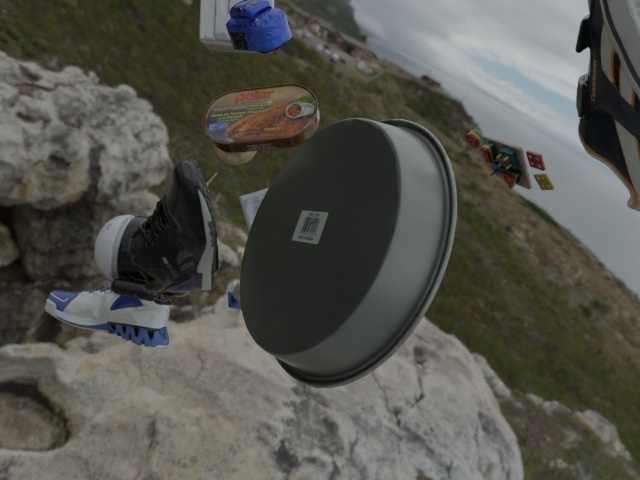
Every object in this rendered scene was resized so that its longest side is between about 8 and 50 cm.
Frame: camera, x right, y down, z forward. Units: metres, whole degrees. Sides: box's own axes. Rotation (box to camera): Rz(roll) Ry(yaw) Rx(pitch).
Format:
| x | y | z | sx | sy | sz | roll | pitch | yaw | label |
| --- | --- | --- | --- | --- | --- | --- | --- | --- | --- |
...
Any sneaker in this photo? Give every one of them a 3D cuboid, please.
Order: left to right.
| x | y | z | sx | sy | sz | roll | pitch | yaw | label |
| --- | --- | --- | --- | --- | --- | --- | --- | --- | --- |
| -0.510 | 0.147 | 1.552 | 0.315 | 0.182 | 0.127 | 15 | -4 | 4 | sneaker |
| -0.225 | 0.000 | 0.910 | 0.124 | 0.283 | 0.107 | -10 | 56 | -17 | sneaker |
| 0.308 | -0.168 | 0.597 | 0.126 | 0.321 | 0.127 | -20 | 4 | -21 | sneaker |

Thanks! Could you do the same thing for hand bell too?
| x | y | z | sx | sy | sz | roll | pitch | yaw | label |
| --- | --- | --- | --- | --- | --- | --- | --- | --- | --- |
| -0.233 | -0.268 | 1.570 | 0.126 | 0.126 | 0.242 | 29 | 2 | -1 | hand bell |

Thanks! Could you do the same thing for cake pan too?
| x | y | z | sx | sy | sz | roll | pitch | yaw | label |
| --- | --- | --- | --- | --- | --- | --- | --- | --- | --- |
| 0.009 | 0.000 | 0.628 | 0.054 | 0.293 | 0.293 | 24 | 19 | -33 | cake pan |

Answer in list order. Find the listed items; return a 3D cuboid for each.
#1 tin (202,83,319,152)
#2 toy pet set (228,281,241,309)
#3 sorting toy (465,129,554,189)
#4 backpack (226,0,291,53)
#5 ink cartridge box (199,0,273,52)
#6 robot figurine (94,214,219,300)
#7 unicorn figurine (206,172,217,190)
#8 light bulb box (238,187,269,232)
| x | y | z | sx | sy | sz | roll | pitch | yaw | label |
| --- | --- | --- | --- | --- | --- | --- | --- | --- | --- |
| -0.094 | -0.196 | 0.980 | 0.189 | 0.106 | 0.040 | -3 | -21 | 11 | tin |
| -0.169 | 0.155 | 1.543 | 0.114 | 0.065 | 0.122 | 18 | 13 | -42 | toy pet set |
| 0.478 | -0.192 | 1.578 | 0.274 | 0.046 | 0.132 | 38 | -19 | 52 | sorting toy |
| -0.128 | -0.445 | 1.271 | 0.120 | 0.101 | 0.098 | 26 | 59 | 36 | backpack |
| -0.197 | -0.551 | 1.484 | 0.168 | 0.171 | 0.233 | 3 | 12 | -4 | ink cartridge box |
| -0.380 | 0.037 | 1.418 | 0.278 | 0.174 | 0.209 | 10 | 4 | 4 | robot figurine |
| -0.229 | -0.039 | 1.114 | 0.060 | 0.162 | 0.111 | -4 | 6 | 14 | unicorn figurine |
| 0.000 | 0.000 | 1.703 | 0.225 | 0.357 | 0.361 | -86 | 158 | -86 | light bulb box |
